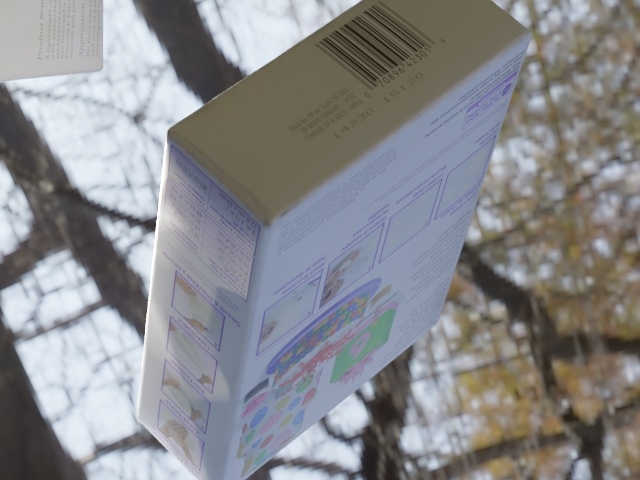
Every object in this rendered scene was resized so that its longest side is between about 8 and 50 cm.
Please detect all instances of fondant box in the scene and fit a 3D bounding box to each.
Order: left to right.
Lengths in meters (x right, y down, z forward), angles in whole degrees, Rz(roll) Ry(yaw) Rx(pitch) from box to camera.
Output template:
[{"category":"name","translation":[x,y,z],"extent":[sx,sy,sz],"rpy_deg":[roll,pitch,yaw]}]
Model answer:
[{"category":"fondant box","translation":[0.000,0.000,1.221],"extent":[0.096,0.330,0.238],"rpy_deg":[40,-123,21]}]

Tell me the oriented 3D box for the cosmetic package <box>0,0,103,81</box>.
[{"category":"cosmetic package","translation":[-0.265,-0.196,1.350],"extent":[0.151,0.151,0.184],"rpy_deg":[4,-173,19]}]
